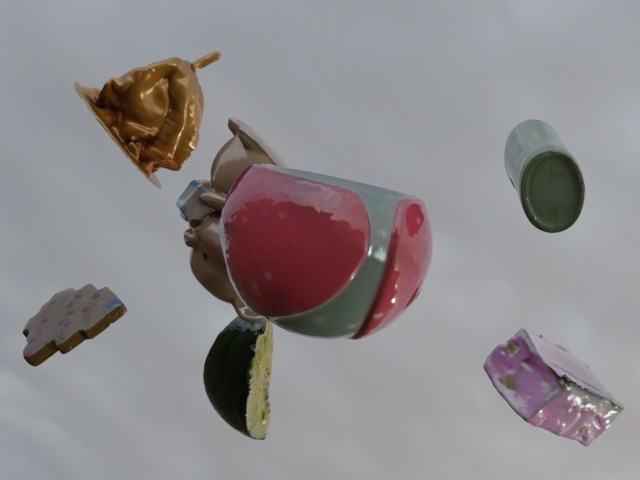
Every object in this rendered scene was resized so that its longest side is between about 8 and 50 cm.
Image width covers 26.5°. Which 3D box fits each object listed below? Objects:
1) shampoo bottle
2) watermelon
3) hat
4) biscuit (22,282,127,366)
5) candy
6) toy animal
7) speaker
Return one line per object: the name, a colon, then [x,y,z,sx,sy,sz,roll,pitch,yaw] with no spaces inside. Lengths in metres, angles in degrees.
shampoo bottle: [0.305,-0.100,1.889,0.087,0.234,0.118,-9,-72,3]
watermelon: [-0.141,0.259,2.542,0.123,0.129,0.301,28,-53,35]
hat: [-0.265,-0.252,2.353,0.233,0.233,0.244,51,2,-15]
biscuit: [-0.263,0.081,1.456,0.130,0.119,0.019,-15,-54,23]
candy: [0.428,0.267,2.472,0.265,0.116,0.155,26,20,-49]
toy animal: [-0.121,-0.030,2.154,0.213,0.256,0.195,33,8,-27]
speaker: [0.000,0.000,1.852,0.294,0.294,0.294,23,-28,13]
